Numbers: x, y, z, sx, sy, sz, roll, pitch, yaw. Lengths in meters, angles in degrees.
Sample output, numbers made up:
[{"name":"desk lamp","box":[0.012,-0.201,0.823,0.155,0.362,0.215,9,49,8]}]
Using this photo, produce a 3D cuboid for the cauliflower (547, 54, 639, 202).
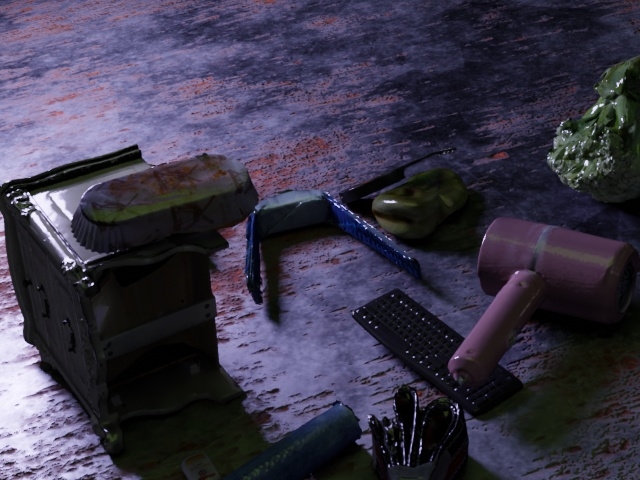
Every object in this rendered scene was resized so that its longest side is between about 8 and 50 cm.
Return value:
[{"name":"cauliflower","box":[0.506,-0.193,1.965,0.272,0.250,0.275,-12,27,-10]}]

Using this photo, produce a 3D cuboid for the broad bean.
[{"name":"broad bean","box":[0.168,-0.067,2.022,0.153,0.072,0.206,8,23,20]}]

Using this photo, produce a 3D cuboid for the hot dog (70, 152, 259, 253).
[{"name":"hot dog","box":[-0.206,-0.049,1.550,0.252,0.069,0.131,-16,46,-20]}]

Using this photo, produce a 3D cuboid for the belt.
[{"name":"belt","box":[0.106,0.317,1.380,0.126,0.094,0.359,0,33,10]}]

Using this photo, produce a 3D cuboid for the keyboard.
[{"name":"keyboard","box":[0.130,0.133,1.720,0.103,0.041,0.381,-26,36,-28]}]

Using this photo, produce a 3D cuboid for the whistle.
[{"name":"whistle","box":[-0.076,0.301,1.477,0.304,0.062,0.062,-30,38,-31]}]

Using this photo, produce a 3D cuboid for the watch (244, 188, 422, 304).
[{"name":"watch","box":[0.011,-0.004,1.934,0.276,0.068,0.274,-8,28,-1]}]

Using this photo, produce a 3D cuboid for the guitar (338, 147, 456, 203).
[{"name":"guitar","box":[0.140,-0.119,2.087,0.233,0.025,0.088,-23,4,-16]}]

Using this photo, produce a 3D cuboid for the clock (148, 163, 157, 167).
[{"name":"clock","box":[-0.351,-0.034,2.067,0.293,0.071,0.277,-5,36,5]}]

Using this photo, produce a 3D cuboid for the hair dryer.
[{"name":"hair dryer","box":[0.293,0.105,1.659,0.210,0.125,0.352,14,41,29]}]

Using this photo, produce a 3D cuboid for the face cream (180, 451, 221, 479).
[{"name":"face cream","box":[-0.151,0.307,1.522,0.040,0.021,0.083,-21,34,-18]}]

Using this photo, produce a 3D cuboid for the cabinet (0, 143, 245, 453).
[{"name":"cabinet","box":[-0.285,0.077,1.671,0.227,0.290,0.318,-19,36,-25]}]
